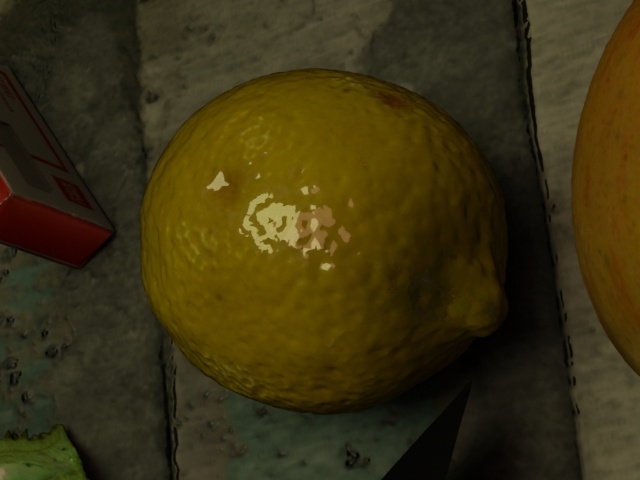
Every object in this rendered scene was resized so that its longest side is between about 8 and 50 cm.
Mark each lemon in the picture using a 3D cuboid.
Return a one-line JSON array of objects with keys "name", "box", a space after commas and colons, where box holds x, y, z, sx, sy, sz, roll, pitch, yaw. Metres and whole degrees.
[{"name": "lemon", "box": [0.008, 0.000, 1.265, 0.254, 0.228, 0.228, 1, 74, 36]}]

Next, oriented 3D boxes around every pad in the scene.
[{"name": "pad", "box": [0.017, 0.206, 1.213, 0.243, 0.004, 0.163, -52, 7, 31]}]

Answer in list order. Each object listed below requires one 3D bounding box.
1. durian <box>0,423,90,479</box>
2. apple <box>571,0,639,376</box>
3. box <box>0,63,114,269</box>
[{"name": "durian", "box": [-0.268, 0.302, 1.373, 0.198, 0.163, 0.394, -1, 41, 6]}, {"name": "apple", "box": [0.282, -0.041, 1.046, 0.299, 0.299, 0.275, -4, 77, 34]}, {"name": "box", "box": [-0.265, -0.079, 1.546, 0.050, 0.123, 0.229, -47, 53, 15]}]
